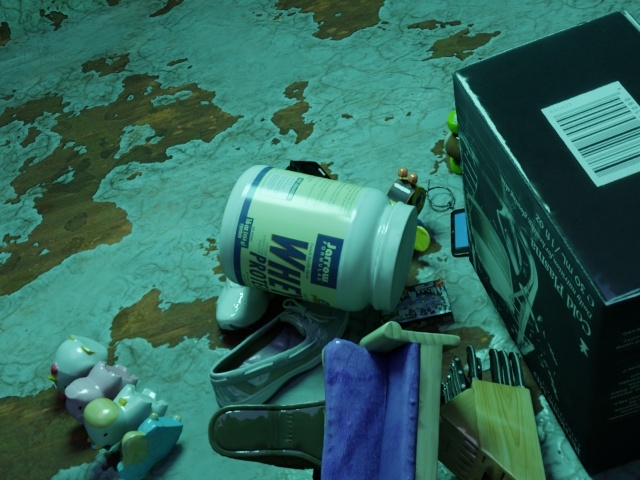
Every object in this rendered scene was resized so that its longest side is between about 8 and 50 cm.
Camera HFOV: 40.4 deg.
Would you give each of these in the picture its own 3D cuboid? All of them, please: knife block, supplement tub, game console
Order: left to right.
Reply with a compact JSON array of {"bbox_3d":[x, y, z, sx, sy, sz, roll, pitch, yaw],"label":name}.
[{"bbox_3d":[-0.040,-0.132,2.060,0.107,0.071,0.122,-1,33,-28],"label":"game console"},{"bbox_3d":[0.000,0.000,1.622,0.324,0.236,0.235,13,47,14],"label":"supplement tub"},{"bbox_3d":[0.325,-0.048,1.778,0.085,0.124,0.144,13,43,-5],"label":"game console"},{"bbox_3d":[0.295,0.289,1.376,0.242,0.088,0.275,-22,46,-37],"label":"knife block"}]

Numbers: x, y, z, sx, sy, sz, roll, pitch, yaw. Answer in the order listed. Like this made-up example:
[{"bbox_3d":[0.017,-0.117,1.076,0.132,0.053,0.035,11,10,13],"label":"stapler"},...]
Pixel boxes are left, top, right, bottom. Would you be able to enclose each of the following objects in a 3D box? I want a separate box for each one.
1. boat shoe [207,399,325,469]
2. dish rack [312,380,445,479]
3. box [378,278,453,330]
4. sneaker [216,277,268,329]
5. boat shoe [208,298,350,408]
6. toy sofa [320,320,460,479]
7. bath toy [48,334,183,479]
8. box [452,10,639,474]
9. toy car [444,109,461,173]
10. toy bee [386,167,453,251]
[{"bbox_3d":[-0.022,0.305,1.369,0.307,0.104,0.111,9,73,-1],"label":"boat shoe"},{"bbox_3d":[0.096,0.325,1.447,0.208,0.074,0.272,-5,43,17],"label":"dish rack"},{"bbox_3d":[0.179,0.127,1.672,0.136,0.027,0.094,-14,39,5],"label":"box"},{"bbox_3d":[-0.156,0.057,1.797,0.110,0.129,0.297,-1,44,17],"label":"sneaker"},{"bbox_3d":[-0.073,0.191,1.631,0.320,0.103,0.118,-36,44,-24],"label":"boat shoe"},{"bbox_3d":[0.091,0.308,1.247,0.177,0.150,0.363,8,74,-10],"label":"toy sofa"},{"bbox_3d":[-0.408,0.301,1.622,0.348,0.151,0.129,31,95,43],"label":"bath toy"},{"bbox_3d":[0.432,0.007,1.321,0.297,0.472,0.480,-21,49,-2],"label":"box"},{"bbox_3d":[0.369,-0.186,1.873,0.148,0.155,0.188,-25,50,-9],"label":"toy car"},{"bbox_3d":[0.150,-0.068,1.789,0.195,0.162,0.298,12,54,18],"label":"toy bee"}]
